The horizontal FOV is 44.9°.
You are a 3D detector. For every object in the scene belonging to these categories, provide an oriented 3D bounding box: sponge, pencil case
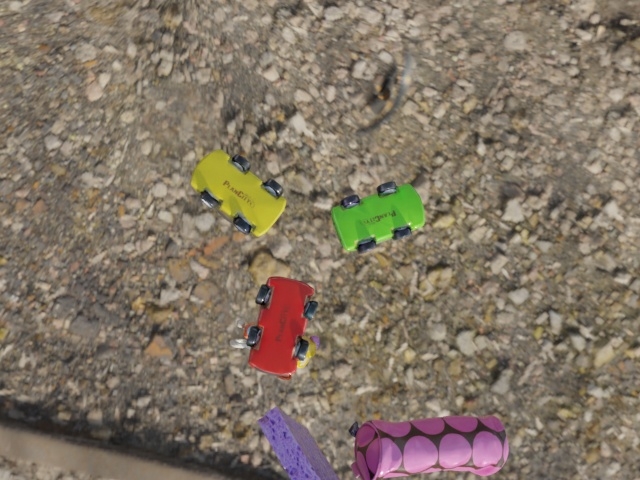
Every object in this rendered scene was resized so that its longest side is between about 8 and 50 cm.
[{"bbox_3d":[-0.014,0.270,0.935,0.031,0.210,0.117,-34,69,-4],"label":"sponge"},{"bbox_3d":[0.148,0.285,1.056,0.209,0.095,0.098,4,129,-21],"label":"pencil case"}]

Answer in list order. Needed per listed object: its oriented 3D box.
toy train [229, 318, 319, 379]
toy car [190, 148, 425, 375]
[{"bbox_3d":[-0.068,0.151,1.067,0.125,0.166,0.046,10,96,5],"label":"toy train"},{"bbox_3d":[0.000,0.000,0.811,0.225,0.053,0.239,-18,84,-11],"label":"toy car"}]
